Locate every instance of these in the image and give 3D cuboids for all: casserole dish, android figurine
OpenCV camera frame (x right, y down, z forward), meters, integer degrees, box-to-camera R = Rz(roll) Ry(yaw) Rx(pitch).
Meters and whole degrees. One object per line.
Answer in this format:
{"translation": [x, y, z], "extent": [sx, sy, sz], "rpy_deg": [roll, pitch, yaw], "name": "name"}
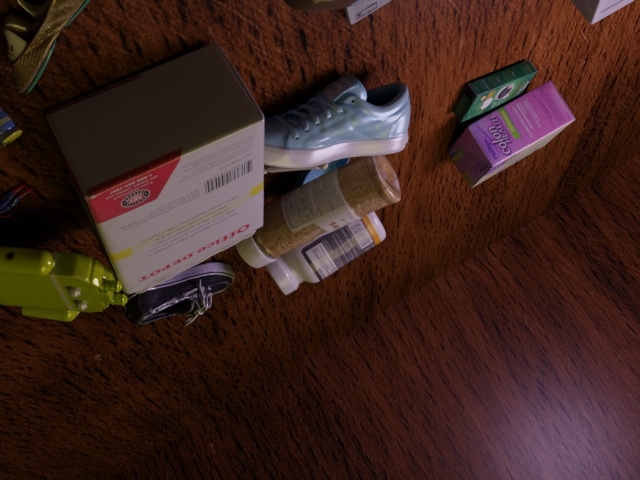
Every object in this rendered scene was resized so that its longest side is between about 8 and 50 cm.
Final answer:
{"translation": [-0.006, -0.139, 1.868], "extent": [0.114, 0.037, 0.188], "rpy_deg": [-22, 158, -28], "name": "casserole dish"}
{"translation": [-0.455, 0.070, 1.416], "extent": [0.272, 0.056, 0.248], "rpy_deg": [7, 155, -3], "name": "android figurine"}

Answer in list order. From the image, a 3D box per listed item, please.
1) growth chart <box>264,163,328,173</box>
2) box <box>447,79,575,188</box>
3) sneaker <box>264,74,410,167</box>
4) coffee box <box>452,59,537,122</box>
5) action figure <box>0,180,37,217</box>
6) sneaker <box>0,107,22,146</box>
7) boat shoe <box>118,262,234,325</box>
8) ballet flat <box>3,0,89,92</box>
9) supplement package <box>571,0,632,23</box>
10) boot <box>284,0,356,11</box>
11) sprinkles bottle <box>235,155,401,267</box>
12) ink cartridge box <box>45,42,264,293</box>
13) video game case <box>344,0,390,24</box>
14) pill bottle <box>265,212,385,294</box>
{"translation": [0.008, -0.169, 1.700], "extent": [0.172, 0.021, 0.237], "rpy_deg": [1, -162, 40], "name": "growth chart"}
{"translation": [0.466, -0.259, 2.145], "extent": [0.243, 0.117, 0.213], "rpy_deg": [-30, 173, -9], "name": "box"}
{"translation": [0.009, -0.231, 1.583], "extent": [0.365, 0.135, 0.150], "rpy_deg": [-13, 123, -34], "name": "sneaker"}
{"translation": [0.402, -0.345, 2.005], "extent": [0.184, 0.040, 0.113], "rpy_deg": [-25, 162, -22], "name": "coffee box"}
{"translation": [-0.491, -0.048, 1.327], "extent": [0.115, 0.030, 0.038], "rpy_deg": [-31, 166, -1], "name": "action figure"}
{"translation": [-0.458, -0.134, 1.137], "extent": [0.144, 0.059, 0.053], "rpy_deg": [-24, -162, 23], "name": "sneaker"}
{"translation": [-0.300, 0.126, 1.943], "extent": [0.113, 0.105, 0.306], "rpy_deg": [-45, 158, 31], "name": "boat shoe"}
{"translation": [-0.332, -0.261, 1.019], "extent": [0.067, 0.073, 0.206], "rpy_deg": [21, 126, -34], "name": "ballet flat"}
{"translation": [0.487, -0.539, 1.413], "extent": [0.198, 0.199, 0.263], "rpy_deg": [-31, 161, -5], "name": "supplement package"}
{"translation": [0.092, -0.412, 1.224], "extent": [0.305, 0.112, 0.115], "rpy_deg": [-17, 144, -19], "name": "boot"}
{"translation": [-0.013, -0.063, 1.799], "extent": [0.355, 0.121, 0.121], "rpy_deg": [-26, 165, 21], "name": "sprinkles bottle"}
{"translation": [-0.246, -0.098, 1.388], "extent": [0.279, 0.160, 0.385], "rpy_deg": [-27, 160, -16], "name": "ink cartridge box"}
{"translation": [0.101, -0.422, 1.366], "extent": [0.157, 0.019, 0.143], "rpy_deg": [-32, 161, -1], "name": "video game case"}
{"translation": [0.000, 0.000, 2.031], "extent": [0.278, 0.162, 0.162], "rpy_deg": [-32, 161, 0], "name": "pill bottle"}
